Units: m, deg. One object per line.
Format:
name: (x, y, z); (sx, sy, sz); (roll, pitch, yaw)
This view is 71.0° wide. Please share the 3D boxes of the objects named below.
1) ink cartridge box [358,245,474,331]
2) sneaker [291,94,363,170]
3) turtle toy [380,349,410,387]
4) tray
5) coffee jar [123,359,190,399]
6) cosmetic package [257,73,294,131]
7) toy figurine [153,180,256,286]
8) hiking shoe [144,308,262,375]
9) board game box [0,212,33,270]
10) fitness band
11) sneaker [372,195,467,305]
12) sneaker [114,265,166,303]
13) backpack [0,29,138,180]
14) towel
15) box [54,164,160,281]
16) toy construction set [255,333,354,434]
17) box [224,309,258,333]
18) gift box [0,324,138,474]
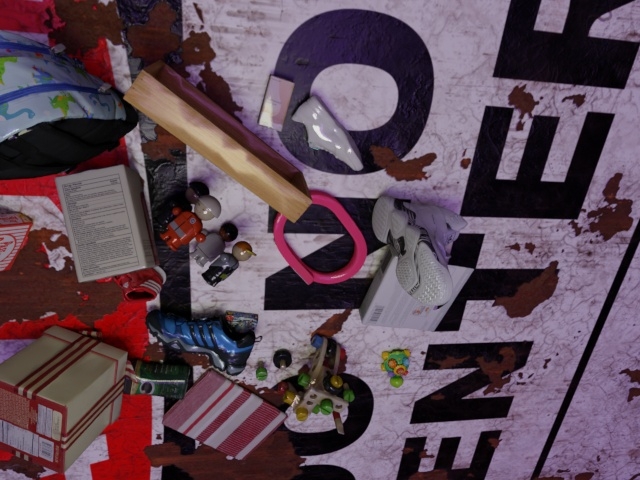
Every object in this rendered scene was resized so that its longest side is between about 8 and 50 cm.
ink cartridge box: (0.266, 0.144, 1.285); (0.238, 0.060, 0.275); (8, 128, -15)
sneaker: (0.018, -0.243, 1.089); (0.094, 0.080, 0.212); (-34, 110, 20)
turtle toy: (0.245, 0.411, 1.439); (0.095, 0.066, 0.130); (-4, 116, -9)
tray: (-0.204, -0.214, 0.979); (0.410, 0.203, 0.076); (37, 105, -24)
coffee jar: (-0.476, 0.399, 1.290); (0.184, 0.079, 0.096); (12, 112, -16)
cosmetic package: (-0.104, -0.318, 1.039); (0.060, 0.041, 0.115); (12, 113, -15)
toy figurine: (-0.269, -0.020, 1.061); (0.148, 0.213, 0.210); (-43, 120, -7)
hiking shoe: (-0.321, 0.245, 1.229); (0.303, 0.113, 0.132); (28, 96, -12)
board game box: (-0.762, 0.014, 0.993); (0.045, 0.193, 0.147); (38, 106, 8)
fitness band: (0.000, 0.000, 1.209); (0.209, 0.054, 0.291); (-37, 117, 5)
sneaker: (0.278, 0.013, 1.099); (0.210, 0.366, 0.138); (3, 125, -20)
sneaker: (-0.486, 0.071, 1.104); (0.221, 0.128, 0.087); (32, 106, -23)
backpack: (-0.540, -0.229, 0.825); (0.289, 0.356, 0.274); (-24, 116, 2)
towel: (-0.298, 0.560, 1.427); (0.237, 0.037, 0.329); (-45, 116, 9)
box: (-0.471, -0.036, 1.010); (0.148, 0.127, 0.233); (-12, 91, -5)
toy construction set: (0.001, 0.468, 1.324); (0.257, 0.237, 0.309); (-33, 117, 6)
box: (-0.240, 0.271, 1.303); (0.093, 0.027, 0.137); (10, 113, -14)
gift box: (-0.641, 0.402, 1.152); (0.276, 0.258, 0.255); (22, 112, 3)
